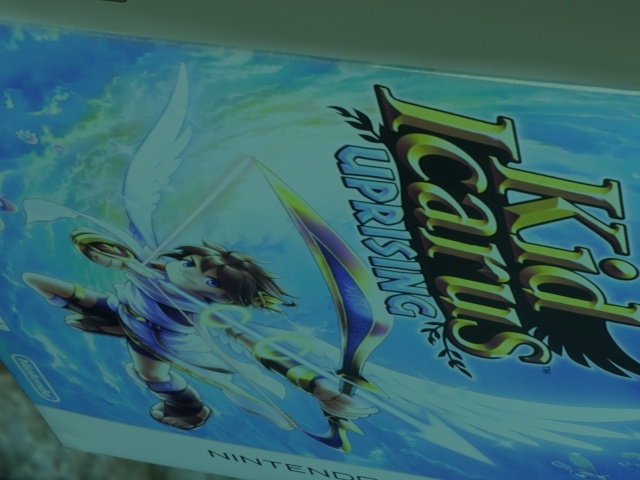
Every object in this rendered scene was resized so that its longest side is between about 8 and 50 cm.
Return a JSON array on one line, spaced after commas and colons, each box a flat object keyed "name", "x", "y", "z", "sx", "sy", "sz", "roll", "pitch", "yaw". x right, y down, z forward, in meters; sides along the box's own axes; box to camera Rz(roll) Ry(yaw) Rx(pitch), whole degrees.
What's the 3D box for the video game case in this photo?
[{"name": "video game case", "x": 0.000, "y": 0.000, "z": 0.573, "sx": 0.244, "sy": 0.061, "sz": 0.269, "roll": 7, "pitch": 151, "yaw": 18}]
